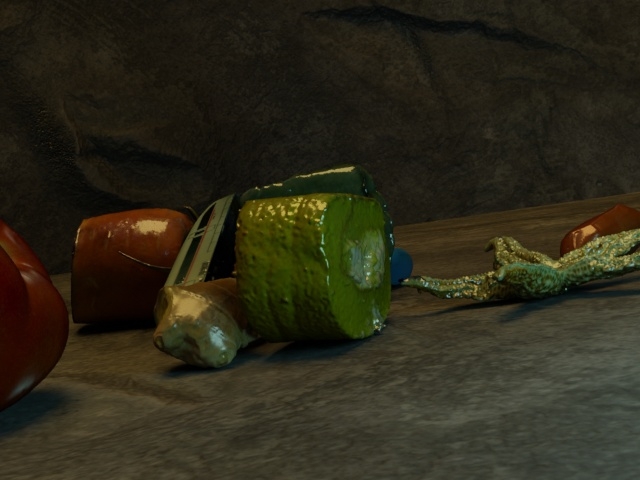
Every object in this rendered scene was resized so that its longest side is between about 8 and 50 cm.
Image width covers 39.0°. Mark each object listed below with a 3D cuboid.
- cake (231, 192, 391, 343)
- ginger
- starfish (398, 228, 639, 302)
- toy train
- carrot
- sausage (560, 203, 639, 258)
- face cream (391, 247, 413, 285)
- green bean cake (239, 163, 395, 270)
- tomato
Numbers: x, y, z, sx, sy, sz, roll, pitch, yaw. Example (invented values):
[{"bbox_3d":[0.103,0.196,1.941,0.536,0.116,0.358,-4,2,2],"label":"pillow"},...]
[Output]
[{"bbox_3d":[0.000,0.035,1.135,0.156,0.179,0.260,-3,-2,24],"label":"cake"},{"bbox_3d":[-0.100,0.095,1.154,0.131,0.086,0.294,28,18,28],"label":"ginger"},{"bbox_3d":[0.310,0.036,1.202,0.357,0.078,0.347,-5,5,43],"label":"starfish"},{"bbox_3d":[-0.169,0.030,1.384,0.088,0.086,0.407,-20,20,11],"label":"toy train"},{"bbox_3d":[-0.295,0.040,1.557,0.331,0.193,0.214,-2,-29,7],"label":"carrot"},{"bbox_3d":[0.453,-0.003,1.454,0.179,0.089,0.089,-22,11,-33],"label":"sausage"},{"bbox_3d":[0.012,0.060,1.584,0.285,0.067,0.139,-7,-1,17],"label":"face cream"},{"bbox_3d":[0.000,0.000,1.447,0.227,0.223,0.125,-11,-3,17],"label":"green bean cake"},{"bbox_3d":[-0.412,0.075,0.964,0.226,0.299,0.298,-42,9,-7],"label":"tomato"}]
